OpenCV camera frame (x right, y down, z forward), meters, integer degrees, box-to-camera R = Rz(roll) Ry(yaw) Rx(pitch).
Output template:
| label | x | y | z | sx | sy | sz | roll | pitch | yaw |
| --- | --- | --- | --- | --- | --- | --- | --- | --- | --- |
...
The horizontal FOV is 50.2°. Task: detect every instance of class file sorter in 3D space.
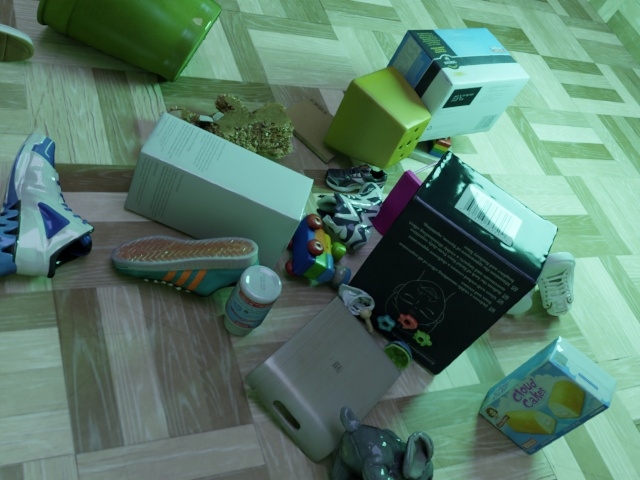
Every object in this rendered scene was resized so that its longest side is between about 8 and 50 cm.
| label | x | y | z | sx | sy | sz | roll | pitch | yaw |
| --- | --- | --- | --- | --- | --- | --- | --- | --- | --- |
| file sorter | 0.318 | -0.036 | 1.757 | 0.182 | 0.202 | 0.290 | -27 | 69 | -42 |

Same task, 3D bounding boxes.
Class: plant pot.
| label | x | y | z | sx | sy | sz | roll | pitch | yaw |
| --- | --- | --- | --- | --- | --- | --- | --- | --- | --- |
| plant pot | -0.458 | -0.598 | 1.740 | 0.353 | 0.366 | 0.366 | 34 | 44 | -15 |
| plant pot | 0.170 | -0.318 | 1.859 | 0.187 | 0.212 | 0.212 | 42 | 42 | 16 |

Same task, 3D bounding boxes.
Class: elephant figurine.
| label | x | y | z | sx | sy | sz | roll | pitch | yaw |
| --- | --- | --- | --- | --- | --- | --- | --- | --- | --- |
| elephant figurine | 0.149 | 0.434 | 1.320 | 0.240 | 0.185 | 0.169 | 3 | 26 | -34 |

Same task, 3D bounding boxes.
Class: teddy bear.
| label | x | y | z | sx | sy | sz | roll | pitch | yaw |
| --- | --- | --- | --- | --- | --- | --- | --- | --- | --- |
| teddy bear | -0.240 | -0.264 | 1.732 | 0.338 | 0.113 | 0.245 | -23 | 59 | -31 |

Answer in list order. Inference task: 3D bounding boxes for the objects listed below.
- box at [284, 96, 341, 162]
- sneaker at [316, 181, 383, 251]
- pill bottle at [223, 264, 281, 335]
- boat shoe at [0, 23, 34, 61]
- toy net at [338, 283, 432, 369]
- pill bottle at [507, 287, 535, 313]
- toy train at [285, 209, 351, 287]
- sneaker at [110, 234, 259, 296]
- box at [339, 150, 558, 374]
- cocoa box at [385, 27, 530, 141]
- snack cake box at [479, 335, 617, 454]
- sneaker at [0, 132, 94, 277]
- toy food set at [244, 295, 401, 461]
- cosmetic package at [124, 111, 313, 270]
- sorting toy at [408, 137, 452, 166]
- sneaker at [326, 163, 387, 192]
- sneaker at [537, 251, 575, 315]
| label | x | y | z | sx | sy | sz | roll | pitch | yaw |
| --- | --- | --- | --- | --- | --- | --- | --- | --- | --- |
| box | -0.006 | -0.317 | 1.943 | 0.201 | 0.021 | 0.164 | 43 | 46 | 9 |
| sneaker | 0.066 | -0.096 | 1.732 | 0.153 | 0.094 | 0.234 | 34 | 49 | -16 |
| pill bottle | -0.145 | 0.128 | 1.399 | 0.087 | 0.160 | 0.087 | 15 | 48 | -17 |
| boat shoe | -0.817 | -0.500 | 1.609 | 0.277 | 0.098 | 0.096 | 9 | 51 | -20 |
| toy net | 0.130 | 0.180 | 1.515 | 0.232 | 0.122 | 0.045 | 43 | 42 | -1 |
| pill bottle | 0.501 | 0.084 | 1.811 | 0.117 | 0.117 | 0.214 | 16 | 47 | -16 |
| toy train | 0.000 | 0.000 | 1.641 | 0.143 | 0.105 | 0.248 | 29 | 36 | -26 |
| sneaker | -0.279 | 0.065 | 1.426 | 0.303 | 0.121 | 0.108 | 1 | 34 | -1 |
| box | 0.270 | 0.059 | 1.514 | 0.294 | 0.395 | 0.212 | 36 | 45 | 3 |
| cocoa box | 0.379 | -0.459 | 1.993 | 0.347 | 0.231 | 0.227 | -14 | 61 | -36 |
| snack cake box | 0.487 | 0.341 | 1.486 | 0.152 | 0.264 | 0.089 | 38 | 46 | 5 |
| sneaker | -0.544 | -0.046 | 1.372 | 0.182 | 0.127 | 0.315 | 14 | 55 | -22 |
| toy food set | 0.013 | 0.278 | 1.424 | 0.219 | 0.092 | 0.306 | 51 | 48 | 1 |
| cosmetic package | -0.226 | -0.103 | 1.526 | 0.366 | 0.197 | 0.155 | 24 | 45 | -11 |
| sorting toy | 0.298 | -0.366 | 2.099 | 0.257 | 0.089 | 0.255 | 17 | 47 | -15 |
| sneaker | 0.100 | -0.177 | 1.844 | 0.178 | 0.077 | 0.071 | 4 | 51 | -25 |
| sneaker | 0.616 | 0.120 | 1.761 | 0.106 | 0.290 | 0.123 | -16 | 63 | 15 |
